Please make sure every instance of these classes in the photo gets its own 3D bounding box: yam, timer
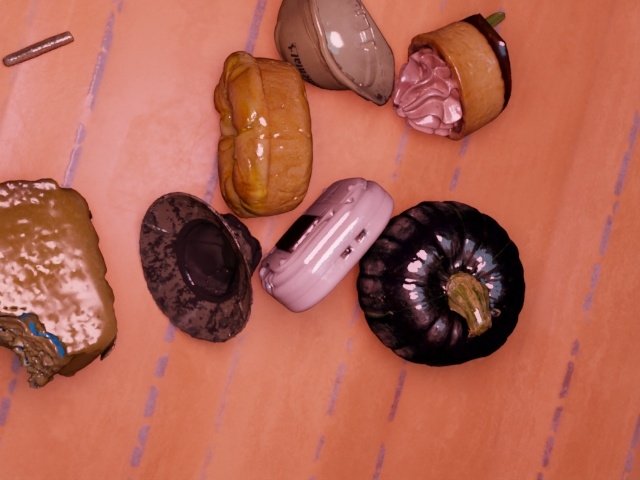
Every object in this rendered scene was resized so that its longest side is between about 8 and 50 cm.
[{"bbox_3d":[-0.452,-0.307,1.065,0.116,0.021,0.021,-26,99,-12],"label":"yam"},{"bbox_3d":[0.001,0.000,1.069,0.087,0.262,0.237,44,82,-12],"label":"timer"}]

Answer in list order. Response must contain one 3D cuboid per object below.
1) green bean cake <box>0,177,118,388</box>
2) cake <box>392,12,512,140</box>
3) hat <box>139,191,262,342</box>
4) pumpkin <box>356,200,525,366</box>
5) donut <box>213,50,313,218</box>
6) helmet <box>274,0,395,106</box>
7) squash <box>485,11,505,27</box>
[{"bbox_3d":[-0.476,0.081,0.962,0.310,0.202,0.285,-5,73,-36],"label":"green bean cake"},{"bbox_3d":[0.202,-0.271,1.142,0.178,0.185,0.208,-17,120,-17],"label":"cake"},{"bbox_3d":[-0.172,0.025,1.092,0.128,0.265,0.265,-37,103,-47],"label":"hat"},{"bbox_3d":[0.213,0.073,1.122,0.295,0.296,0.296,-1,93,-14],"label":"pumpkin"},{"bbox_3d":[-0.092,-0.167,1.057,0.128,0.208,0.261,-3,83,-19],"label":"donut"},{"bbox_3d":[0.005,-0.328,1.121,0.257,0.137,0.204,50,42,-35],"label":"helmet"},{"bbox_3d":[0.312,-0.404,1.248,0.089,0.027,0.027,-40,101,-10],"label":"squash"}]
